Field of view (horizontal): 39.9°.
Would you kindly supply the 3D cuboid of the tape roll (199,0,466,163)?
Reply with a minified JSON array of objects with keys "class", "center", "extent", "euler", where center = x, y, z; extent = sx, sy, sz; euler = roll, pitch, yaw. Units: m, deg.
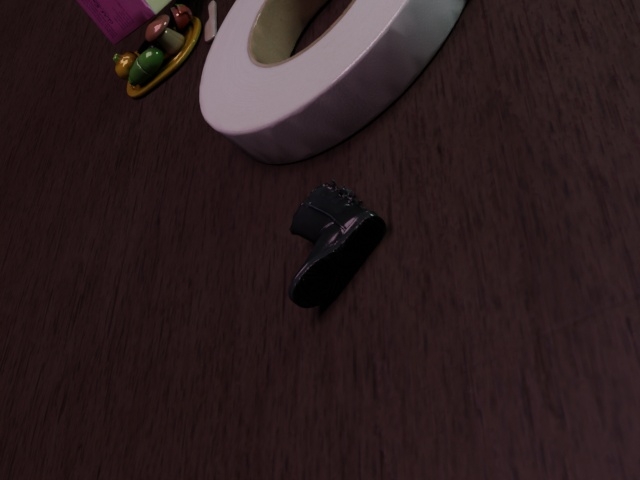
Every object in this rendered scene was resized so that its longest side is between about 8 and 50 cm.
[{"class":"tape roll","center":[0.011,-0.269,1.048],"extent":[0.392,0.072,0.392],"euler":[-31,39,30]}]

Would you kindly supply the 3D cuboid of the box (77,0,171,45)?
[{"class":"box","center":[-0.315,-0.480,1.436],"extent":[0.117,0.213,0.243],"euler":[-22,27,39]}]

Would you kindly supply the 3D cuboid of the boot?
[{"class":"boot","center":[-0.001,0.000,0.844],"extent":[0.121,0.045,0.099],"euler":[-47,36,-4]}]

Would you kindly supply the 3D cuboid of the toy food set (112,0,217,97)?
[{"class":"toy food set","center":[-0.262,-0.323,1.416],"extent":[0.218,0.071,0.128],"euler":[-30,40,30]}]
